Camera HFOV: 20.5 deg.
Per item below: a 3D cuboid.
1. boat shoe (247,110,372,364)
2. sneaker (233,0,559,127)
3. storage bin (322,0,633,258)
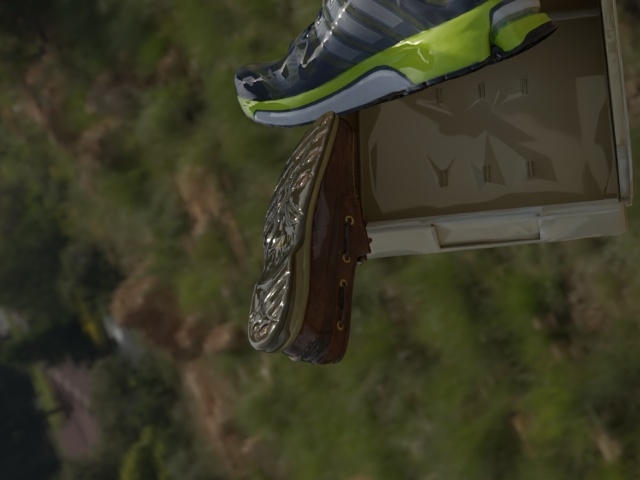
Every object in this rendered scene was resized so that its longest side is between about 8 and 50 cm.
[{"bbox_3d":[0.000,0.000,1.138,0.064,0.060,0.178,-36,37,51],"label":"boat shoe"},{"bbox_3d":[0.043,-0.166,1.337,0.300,0.111,0.121,-15,94,42],"label":"sneaker"},{"bbox_3d":[0.142,-0.130,1.603,0.123,0.262,0.260,70,-163,-59],"label":"storage bin"}]
